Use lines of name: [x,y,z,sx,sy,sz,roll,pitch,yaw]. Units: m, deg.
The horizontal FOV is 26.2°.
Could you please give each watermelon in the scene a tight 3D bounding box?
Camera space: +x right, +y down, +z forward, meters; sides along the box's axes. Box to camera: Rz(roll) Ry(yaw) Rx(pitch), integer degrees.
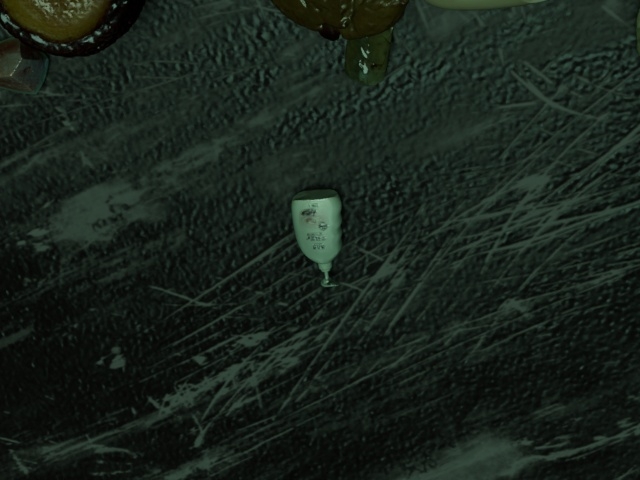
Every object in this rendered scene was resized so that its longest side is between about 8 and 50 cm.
watermelon: [-0.449,-0.248,2.026,0.084,0.072,0.092,-13,117,33]

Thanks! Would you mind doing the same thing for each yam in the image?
yam: [0.077,-0.369,1.889,0.071,0.067,0.317,8,117,3]

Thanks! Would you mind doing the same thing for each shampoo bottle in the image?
shampoo bottle: [0.000,0.000,2.082,0.077,0.045,0.152,-3,115,10]

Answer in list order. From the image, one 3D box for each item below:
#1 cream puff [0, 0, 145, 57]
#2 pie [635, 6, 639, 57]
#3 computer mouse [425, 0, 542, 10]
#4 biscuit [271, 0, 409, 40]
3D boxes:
cream puff: [-0.350,-0.374,1.898,0.239,0.165,0.239,3,115,7]
pie: [0.594,-0.291,1.838,0.339,0.077,0.339,3,115,7]
computer mouse: [0.233,-0.383,1.851,0.236,0.082,0.145,-2,113,11]
biscuit: [0.017,-0.408,1.825,0.296,0.075,0.296,14,115,31]
